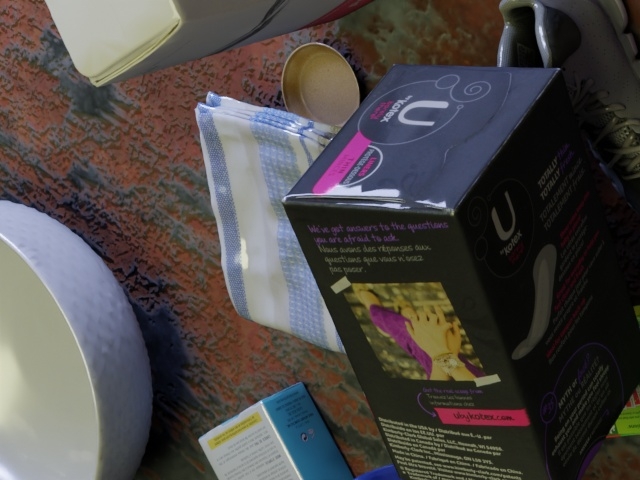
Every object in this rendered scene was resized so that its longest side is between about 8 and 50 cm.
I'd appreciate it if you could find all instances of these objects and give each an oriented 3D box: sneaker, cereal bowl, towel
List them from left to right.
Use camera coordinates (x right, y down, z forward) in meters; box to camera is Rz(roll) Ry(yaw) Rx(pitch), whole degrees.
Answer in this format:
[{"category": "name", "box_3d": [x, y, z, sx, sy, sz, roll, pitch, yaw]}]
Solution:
[{"category": "cereal bowl", "box_3d": [-0.282, 0.115, 1.897, 0.339, 0.141, 0.339, 16, 116, 36]}, {"category": "towel", "box_3d": [0.000, 0.000, 1.597, 0.285, 0.034, 0.209, 18, 124, 50]}, {"category": "sneaker", "box_3d": [0.192, -0.084, 1.424, 0.086, 0.132, 0.228, -36, 80, 42]}]

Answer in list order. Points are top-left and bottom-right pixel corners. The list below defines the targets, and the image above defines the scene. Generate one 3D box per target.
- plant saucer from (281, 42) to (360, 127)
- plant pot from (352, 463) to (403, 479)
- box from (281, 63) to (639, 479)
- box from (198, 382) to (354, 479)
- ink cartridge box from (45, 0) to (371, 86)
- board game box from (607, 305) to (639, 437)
[{"category": "plant saucer", "box_3d": [0.004, -0.124, 1.651, 0.083, 0.015, 0.083, 15, 114, 36]}, {"category": "plant pot", "box_3d": [0.110, 0.304, 1.579, 0.236, 0.212, 0.236, 47, 130, 17]}, {"category": "box", "box_3d": [0.109, 0.031, 1.391, 0.143, 0.165, 0.270, 6, 132, 35]}, {"category": "box", "box_3d": [-0.006, 0.257, 1.764, 0.100, 0.060, 0.244, -33, 82, 43]}, {"category": "ink cartridge box", "box_3d": [-0.084, -0.252, 1.499, 0.117, 0.283, 0.207, -27, 87, 43]}, {"category": "board game box", "box_3d": [0.277, 0.092, 1.474, 0.181, 0.043, 0.092, -9, 99, 43]}]
